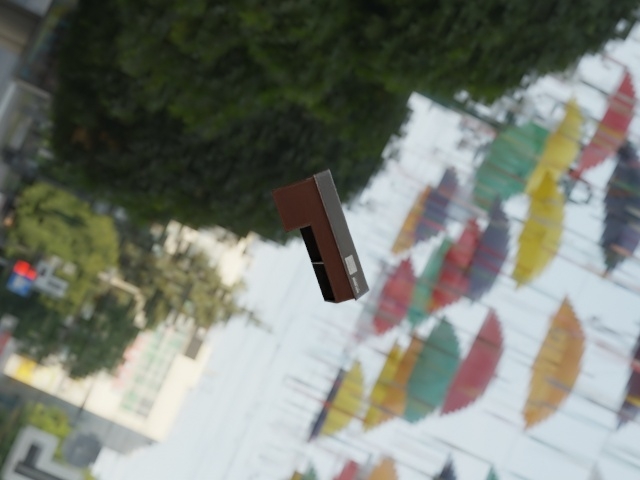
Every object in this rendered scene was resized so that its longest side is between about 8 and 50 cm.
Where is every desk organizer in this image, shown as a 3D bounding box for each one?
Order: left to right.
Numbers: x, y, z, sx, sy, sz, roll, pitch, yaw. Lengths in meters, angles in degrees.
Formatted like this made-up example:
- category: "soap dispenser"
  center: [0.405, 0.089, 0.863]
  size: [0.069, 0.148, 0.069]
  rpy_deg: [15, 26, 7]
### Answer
- category: "desk organizer"
  center: [0.000, 0.000, 1.530]
  size: [0.050, 0.130, 0.047]
  rpy_deg: [-17, -175, 21]
